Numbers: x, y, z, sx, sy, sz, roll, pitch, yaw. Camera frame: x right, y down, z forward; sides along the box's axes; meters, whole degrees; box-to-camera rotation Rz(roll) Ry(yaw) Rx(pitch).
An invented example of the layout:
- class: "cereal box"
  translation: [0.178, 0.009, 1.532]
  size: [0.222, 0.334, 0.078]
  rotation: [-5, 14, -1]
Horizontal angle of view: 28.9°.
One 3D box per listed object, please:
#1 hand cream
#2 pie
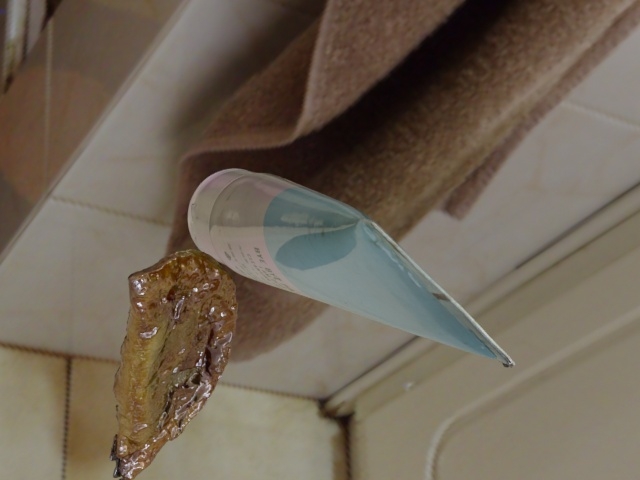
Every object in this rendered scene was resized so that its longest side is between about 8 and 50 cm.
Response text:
- class: "hand cream"
  translation: [0.000, 0.000, 0.731]
  size: [0.070, 0.312, 0.111]
  rotation: [-49, 115, -11]
- class: "pie"
  translation: [-0.090, 0.070, 0.759]
  size: [0.088, 0.191, 0.033]
  rotation: [-23, 53, -33]
